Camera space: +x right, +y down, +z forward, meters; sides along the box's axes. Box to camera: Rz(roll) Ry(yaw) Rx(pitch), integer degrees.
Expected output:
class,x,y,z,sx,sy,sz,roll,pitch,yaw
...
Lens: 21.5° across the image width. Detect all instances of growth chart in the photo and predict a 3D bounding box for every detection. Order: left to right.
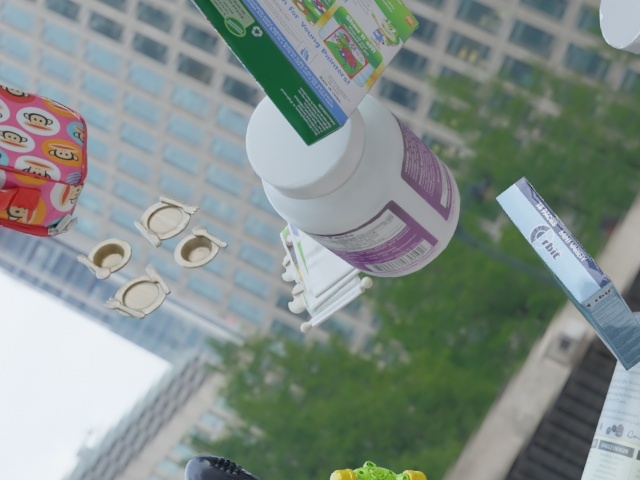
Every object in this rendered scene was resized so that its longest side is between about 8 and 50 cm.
class,x,y,z,sx,sy,sz,roll,pitch,yaw
growth chart,0.000,0.000,2.424,0.021,0.237,0.172,8,-27,-43

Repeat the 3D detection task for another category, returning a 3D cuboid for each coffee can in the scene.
class,x,y,z,sx,sy,sz,roll,pitch,yaw
coffee can,0.406,0.240,1.902,0.201,0.201,0.275,42,-114,-74

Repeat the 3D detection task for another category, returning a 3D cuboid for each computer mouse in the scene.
class,x,y,z,sx,sy,sz,roll,pitch,yaw
computer mouse,-0.070,0.341,2.129,0.071,0.242,0.041,-68,-17,8

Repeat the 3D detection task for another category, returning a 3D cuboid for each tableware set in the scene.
class,x,y,z,sx,sy,sz,roll,pitch,yaw
tableware set,-0.197,0.016,1.979,0.169,0.141,0.020,-38,-41,-18

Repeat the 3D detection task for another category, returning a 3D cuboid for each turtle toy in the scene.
class,x,y,z,sx,sy,sz,roll,pitch,yaw
turtle toy,0.049,0.265,1.540,0.066,0.095,0.130,134,135,-56

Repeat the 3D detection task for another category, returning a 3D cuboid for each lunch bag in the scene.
class,x,y,z,sx,sy,sz,roll,pitch,yaw
lunch bag,-0.458,-0.114,2.265,0.258,0.293,0.120,-103,33,-57

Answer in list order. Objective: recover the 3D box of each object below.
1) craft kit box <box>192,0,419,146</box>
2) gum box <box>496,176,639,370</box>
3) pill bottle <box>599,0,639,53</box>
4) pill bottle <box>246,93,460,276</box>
class,x,y,z,sx,sy,sz,roll,pitch,yaw
craft kit box,-0.027,-0.256,1.717,0.061,0.250,0.246,-28,16,38
gum box,0.264,0.036,1.738,0.041,0.157,0.184,-37,-34,4
pill bottle,0.380,-0.206,1.589,0.124,0.221,0.124,-171,90,-67
pill bottle,0.034,-0.073,1.907,0.169,0.169,0.301,-62,-28,-4
